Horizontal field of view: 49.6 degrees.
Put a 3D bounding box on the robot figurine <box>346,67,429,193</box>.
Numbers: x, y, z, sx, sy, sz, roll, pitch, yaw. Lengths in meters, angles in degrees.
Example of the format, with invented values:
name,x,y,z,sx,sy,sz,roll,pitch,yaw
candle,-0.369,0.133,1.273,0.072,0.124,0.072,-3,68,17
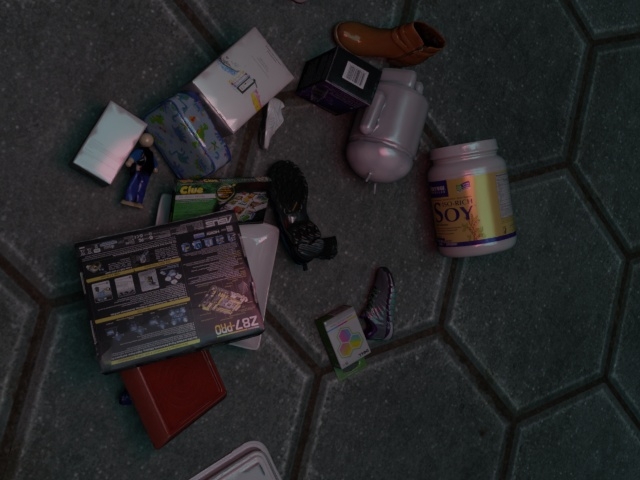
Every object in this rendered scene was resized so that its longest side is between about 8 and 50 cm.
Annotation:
name,x,y,z,sx,sy,sz,roll,pitch,yaw
robot figurine,0.192,-0.316,2.003,0.300,0.199,0.354,31,73,-58

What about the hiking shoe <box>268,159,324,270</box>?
name,x,y,z,sx,sy,sz,roll,pitch,yaw
hiking shoe,-0.086,-0.072,1.918,0.113,0.132,0.304,-8,71,-21

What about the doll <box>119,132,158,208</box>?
name,x,y,z,sx,sy,sz,roll,pitch,yaw
doll,-0.454,-0.178,1.744,0.129,0.046,0.189,20,83,-69

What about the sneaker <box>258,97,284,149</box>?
name,x,y,z,sx,sy,sz,roll,pitch,yaw
sneaker,-0.133,-0.324,1.922,0.061,0.053,0.152,13,84,-29

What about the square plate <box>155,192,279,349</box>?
name,x,y,z,sx,sy,sz,roll,pitch,yaw
square plate,-0.294,0.087,1.822,0.343,0.049,0.348,17,73,-26

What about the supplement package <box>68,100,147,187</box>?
name,x,y,z,sx,sy,sz,roll,pitch,yaw
supplement package,-0.522,-0.235,1.700,0.105,0.105,0.179,33,77,-22

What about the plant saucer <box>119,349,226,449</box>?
name,x,y,z,sx,sy,sz,roll,pitch,yaw
plant saucer,-0.361,0.353,1.766,0.258,0.047,0.259,-32,106,-45

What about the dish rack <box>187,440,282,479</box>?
name,x,y,z,sx,sy,sz,roll,pitch,yaw
dish rack,-0.237,0.740,1.871,0.332,0.072,0.286,-28,103,-23

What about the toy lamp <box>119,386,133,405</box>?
name,x,y,z,sx,sy,sz,roll,pitch,yaw
toy lamp,-0.492,0.270,1.736,0.080,0.080,0.275,-8,95,-26

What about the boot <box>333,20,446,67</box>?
name,x,y,z,sx,sy,sz,roll,pitch,yaw
boot,0.200,-0.579,1.992,0.283,0.220,0.109,21,82,-25

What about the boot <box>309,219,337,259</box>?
name,x,y,z,sx,sy,sz,roll,pitch,yaw
boot,0.000,0.000,1.996,0.099,0.045,0.121,-2,97,-25

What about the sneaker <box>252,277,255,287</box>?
name,x,y,z,sx,sy,sz,roll,pitch,yaw
sneaker,-0.245,0.080,1.792,0.077,0.072,0.178,-40,90,-21

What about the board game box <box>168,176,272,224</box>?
name,x,y,z,sx,sy,sz,roll,pitch,yaw
board game box,-0.257,-0.098,1.787,0.259,0.030,0.136,-4,128,-30

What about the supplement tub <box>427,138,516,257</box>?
name,x,y,z,sx,sy,sz,roll,pitch,yaw
supplement tub,0.457,-0.129,2.114,0.240,0.241,0.332,-12,96,-26

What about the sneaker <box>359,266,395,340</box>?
name,x,y,z,sx,sy,sz,roll,pitch,yaw
sneaker,0.165,0.191,2.061,0.098,0.083,0.224,-2,92,-22

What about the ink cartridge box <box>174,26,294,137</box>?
name,x,y,z,sx,sy,sz,roll,pitch,yaw
ink cartridge box,-0.227,-0.403,1.809,0.233,0.171,0.168,-46,109,-18

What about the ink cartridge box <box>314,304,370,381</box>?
name,x,y,z,sx,sy,sz,roll,pitch,yaw
ink cartridge box,0.075,0.305,2.025,0.108,0.062,0.209,-26,102,-25

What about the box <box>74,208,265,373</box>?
name,x,y,z,sx,sy,sz,roll,pitch,yaw
box,-0.361,0.119,1.674,0.394,0.097,0.319,-14,78,-13

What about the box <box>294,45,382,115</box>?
name,x,y,z,sx,sy,sz,roll,pitch,yaw
box,0.047,-0.438,1.925,0.153,0.207,0.108,23,80,-24

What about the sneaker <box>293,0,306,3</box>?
name,x,y,z,sx,sy,sz,roll,pitch,yaw
sneaker,-0.109,-0.738,1.916,0.211,0.081,0.080,20,83,-24

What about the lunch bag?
name,x,y,z,sx,sy,sz,roll,pitch,yaw
lunch bag,-0.341,-0.258,1.754,0.219,0.176,0.090,57,46,-13
